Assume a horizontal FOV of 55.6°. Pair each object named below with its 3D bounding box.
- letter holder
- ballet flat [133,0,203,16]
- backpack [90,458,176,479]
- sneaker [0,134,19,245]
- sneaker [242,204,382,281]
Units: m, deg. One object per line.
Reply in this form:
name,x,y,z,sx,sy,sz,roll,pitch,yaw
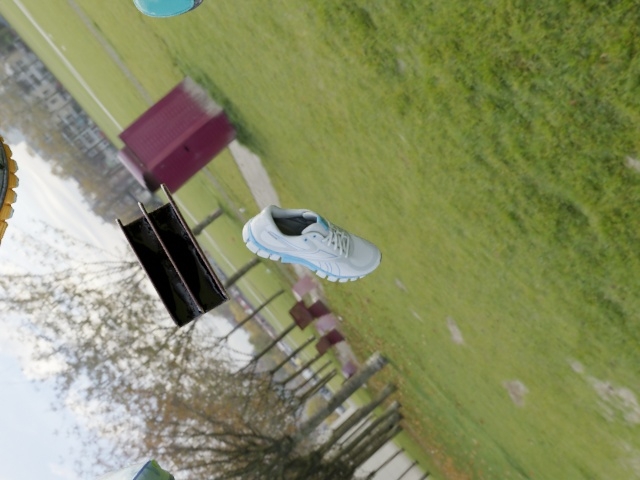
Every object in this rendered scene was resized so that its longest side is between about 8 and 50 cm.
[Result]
letter holder,-0.358,0.041,1.463,0.301,0.152,0.214,59,168,5
ballet flat,-0.223,-0.474,1.080,0.281,0.096,0.095,-1,137,42
backpack,-0.238,0.394,0.674,0.356,0.290,0.273,-12,107,34
sneaker,-0.357,-0.020,0.589,0.084,0.214,0.083,-11,162,37
sneaker,0.000,0.000,0.789,0.191,0.071,0.083,13,149,-19
